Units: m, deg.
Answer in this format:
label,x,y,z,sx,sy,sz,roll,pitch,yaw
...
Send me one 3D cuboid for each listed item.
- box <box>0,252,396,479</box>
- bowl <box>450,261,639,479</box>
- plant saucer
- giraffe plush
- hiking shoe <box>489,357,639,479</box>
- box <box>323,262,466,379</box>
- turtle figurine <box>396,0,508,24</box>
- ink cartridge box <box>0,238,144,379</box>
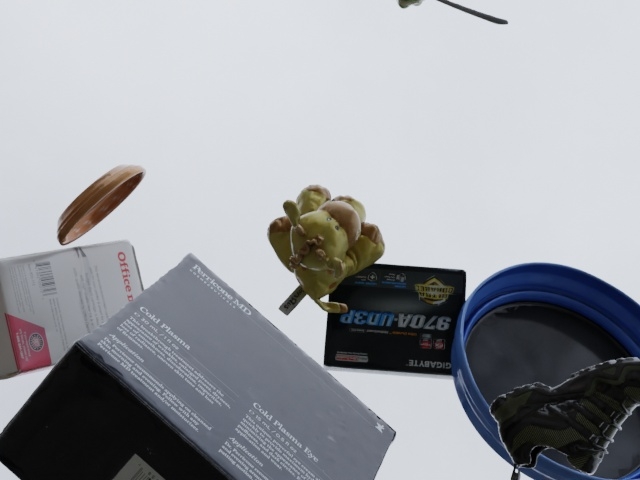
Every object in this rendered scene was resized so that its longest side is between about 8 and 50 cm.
label,x,y,z,sx,sy,sz,roll,pitch,yaw
box,-0.122,0.225,1.279,0.343,0.312,0.179,42,-67,1
bowl,0.378,0.209,1.749,0.391,0.391,0.077,33,-43,7
plant saucer,-0.393,-0.070,2.031,0.037,0.200,0.200,47,-47,0
giraffe plush,0.000,0.000,1.719,0.181,0.210,0.170,23,-19,6
hiking shoe,0.311,0.204,1.303,0.227,0.086,0.114,-20,-108,23
box,0.119,0.127,1.844,0.220,0.175,0.051,5,-15,1
turtle figurine,0.115,-0.378,1.334,0.266,0.275,0.198,32,-57,30
ink cartridge box,-0.470,0.124,2.109,0.117,0.283,0.207,-19,-97,48
